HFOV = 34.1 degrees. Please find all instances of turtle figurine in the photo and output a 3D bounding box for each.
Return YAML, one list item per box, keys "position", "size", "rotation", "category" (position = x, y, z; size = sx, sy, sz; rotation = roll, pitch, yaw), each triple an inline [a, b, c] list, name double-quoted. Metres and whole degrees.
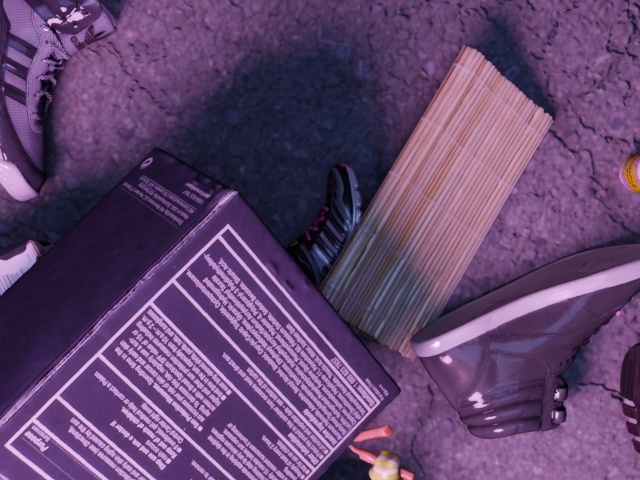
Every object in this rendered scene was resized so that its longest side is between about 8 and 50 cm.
- position: [0.062, 0.299, 1.062]
  size: [0.217, 0.087, 0.269]
  rotation: [24, 126, -17]
  category: "turtle figurine"

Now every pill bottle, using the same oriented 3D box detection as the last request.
- position: [0.349, -0.073, 1.121]
  size: [0.043, 0.083, 0.043]
  rotation: [0, 90, -2]
  category: "pill bottle"

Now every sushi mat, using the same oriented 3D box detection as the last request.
- position: [0.125, -0.033, 1.112]
  size: [0.151, 0.019, 0.317]
  rotation: [31, 89, -33]
  category: "sushi mat"

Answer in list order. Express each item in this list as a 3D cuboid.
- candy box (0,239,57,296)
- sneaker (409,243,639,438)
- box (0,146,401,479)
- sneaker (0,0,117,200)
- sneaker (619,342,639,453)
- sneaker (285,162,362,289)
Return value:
- position: [-0.361, 0.082, 1.052]
  size: [0.233, 0.159, 0.071]
  rotation: [-28, 90, -3]
  category: "candy box"
- position: [0.256, 0.111, 1.116]
  size: [0.295, 0.104, 0.147]
  rotation: [-24, 98, -1]
  category: "sneaker"
- position: [-0.138, 0.128, 0.960]
  size: [0.294, 0.182, 0.296]
  rotation: [-46, 125, -12]
  category: "box"
- position: [-0.284, -0.183, 1.080]
  size: [0.153, 0.101, 0.269]
  rotation: [-11, 88, 0]
  category: "sneaker"
- position: [0.434, 0.219, 1.128]
  size: [0.162, 0.106, 0.281]
  rotation: [-20, 102, -7]
  category: "sneaker"
- position: [0.000, 0.000, 1.115]
  size: [0.074, 0.063, 0.171]
  rotation: [7, 95, -9]
  category: "sneaker"
